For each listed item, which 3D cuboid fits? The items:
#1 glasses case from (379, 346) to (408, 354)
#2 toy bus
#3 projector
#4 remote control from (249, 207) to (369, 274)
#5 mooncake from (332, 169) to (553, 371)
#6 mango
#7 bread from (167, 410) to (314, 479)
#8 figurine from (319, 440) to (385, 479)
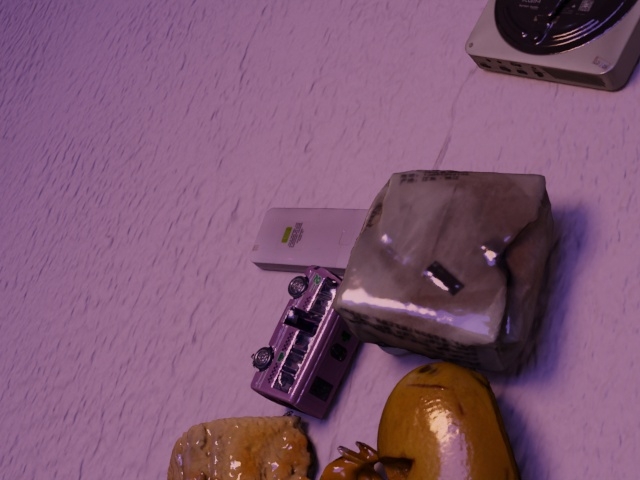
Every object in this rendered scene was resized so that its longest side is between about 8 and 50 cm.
[{"bbox_3d":[0.110,0.073,1.399,0.067,0.045,0.178,-17,52,29],"label":"glasses case"},{"bbox_3d":[-0.008,0.140,1.417,0.108,0.096,0.199,16,75,43],"label":"toy bus"},{"bbox_3d":[0.361,-0.352,1.447,0.257,0.079,0.259,20,78,44],"label":"projector"},{"bbox_3d":[0.000,0.000,1.548,0.250,0.034,0.103,2,64,40],"label":"remote control"},{"bbox_3d":[0.162,0.030,1.296,0.254,0.136,0.250,11,62,25],"label":"mooncake"},{"bbox_3d":[0.153,0.267,1.177,0.167,0.130,0.262,-32,51,20],"label":"mango"},{"bbox_3d":[-0.134,0.328,1.369,0.252,0.133,0.174,-30,46,23],"label":"bread"},{"bbox_3d":[0.024,0.346,1.266,0.176,0.121,0.122,-47,73,14],"label":"figurine"}]
